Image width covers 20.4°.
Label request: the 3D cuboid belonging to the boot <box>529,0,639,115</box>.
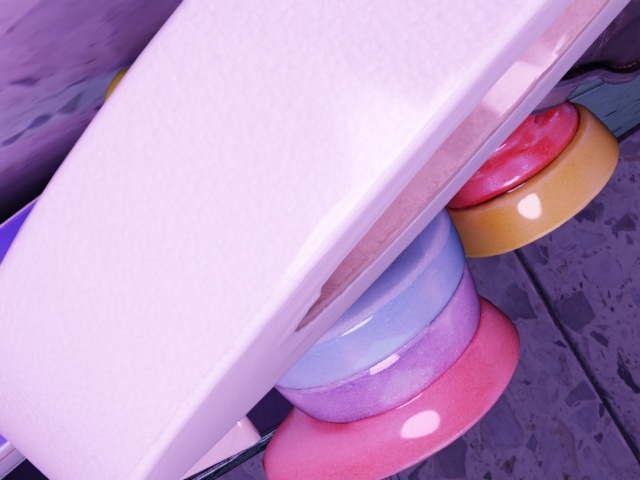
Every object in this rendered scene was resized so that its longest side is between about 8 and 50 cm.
[{"bbox_3d":[0.185,-0.175,0.893,0.229,0.091,0.263,-48,174,37],"label":"boot"}]

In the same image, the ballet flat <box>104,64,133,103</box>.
[{"bbox_3d":[-0.002,-0.085,0.822,0.231,0.077,0.077,-23,160,-48],"label":"ballet flat"}]

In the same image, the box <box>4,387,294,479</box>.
[{"bbox_3d":[-0.147,0.151,1.681,0.294,0.183,0.296,-30,174,-23],"label":"box"}]

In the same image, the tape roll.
[{"bbox_3d":[0.036,-0.064,0.611,0.392,0.072,0.392,-47,176,-4],"label":"tape roll"}]

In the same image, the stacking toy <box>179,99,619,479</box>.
[{"bbox_3d":[0.000,0.000,1.027,0.279,0.130,0.309,-18,-152,35],"label":"stacking toy"}]

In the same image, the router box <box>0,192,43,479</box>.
[{"bbox_3d":[-0.169,0.068,0.933,0.335,0.082,0.301,-40,179,-26],"label":"router box"}]
